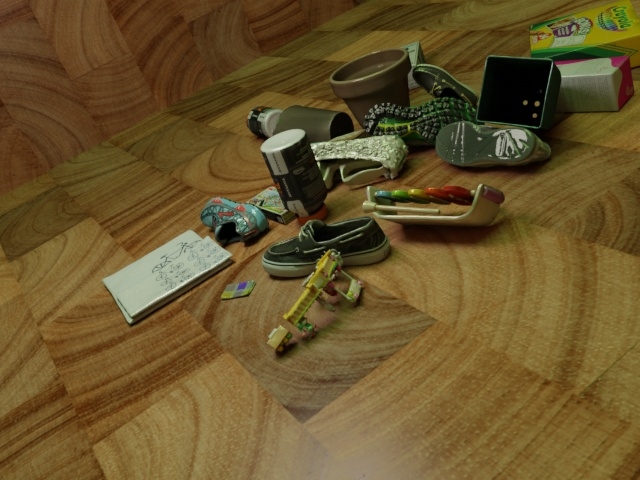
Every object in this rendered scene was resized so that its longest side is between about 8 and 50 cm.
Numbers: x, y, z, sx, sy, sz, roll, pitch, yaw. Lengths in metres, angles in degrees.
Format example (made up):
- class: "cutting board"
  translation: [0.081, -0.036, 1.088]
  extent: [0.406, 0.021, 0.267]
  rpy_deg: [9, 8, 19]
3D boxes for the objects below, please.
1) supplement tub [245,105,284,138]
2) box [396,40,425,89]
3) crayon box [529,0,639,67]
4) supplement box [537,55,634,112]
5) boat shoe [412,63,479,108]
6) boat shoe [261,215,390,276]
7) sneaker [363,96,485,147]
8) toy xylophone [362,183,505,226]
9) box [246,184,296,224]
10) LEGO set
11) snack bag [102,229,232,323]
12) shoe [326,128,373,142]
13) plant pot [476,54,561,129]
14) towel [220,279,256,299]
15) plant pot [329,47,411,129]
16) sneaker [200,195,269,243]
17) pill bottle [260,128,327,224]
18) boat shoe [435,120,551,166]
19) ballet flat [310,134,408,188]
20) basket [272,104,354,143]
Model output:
- class: "supplement tub"
  translation: [-0.204, -0.448, 2.588]
  extent: [0.117, 0.117, 0.190]
  rpy_deg: [-34, 30, -20]
- class: "box"
  translation: [0.306, -0.652, 2.592]
  extent: [0.169, 0.087, 0.290]
  rpy_deg: [-13, 30, 20]
- class: "crayon box"
  translation: [0.817, -0.613, 2.114]
  extent: [0.313, 0.106, 0.363]
  rpy_deg: [-11, 30, 22]
- class: "supplement box"
  translation: [0.714, -0.421, 1.849]
  extent: [0.220, 0.114, 0.111]
  rpy_deg: [9, 41, 48]
- class: "boat shoe"
  translation: [0.382, -0.470, 2.114]
  extent: [0.227, 0.081, 0.069]
  rpy_deg: [28, 50, 0]
- class: "boat shoe"
  translation: [0.000, 0.000, 1.641]
  extent: [0.335, 0.119, 0.121]
  rpy_deg: [-11, 30, 22]
- class: "sneaker"
  translation: [0.309, -0.338, 1.989]
  extent: [0.343, 0.134, 0.146]
  rpy_deg: [7, -3, 22]
- class: "toy xylophone"
  translation: [0.241, -0.083, 1.544]
  extent: [0.322, 0.081, 0.236]
  rpy_deg: [3, -5, 31]
- class: "box"
  translation: [-0.122, -0.109, 2.016]
  extent: [0.114, 0.036, 0.207]
  rpy_deg: [-36, 30, -23]
- class: "LEGO set"
  translation: [0.004, 0.134, 1.466]
  extent: [0.132, 0.107, 0.287]
  rpy_deg: [-45, 9, 48]
- class: "snack bag"
  translation: [-0.440, 0.081, 1.925]
  extent: [0.323, 0.037, 0.342]
  rpy_deg: [-33, 29, -16]
- class: "shoe"
  translation: [0.075, -0.293, 2.158]
  extent: [0.219, 0.077, 0.058]
  rpy_deg: [-24, 18, -18]
- class: "plant pot"
  translation: [0.533, -0.371, 1.769]
  extent: [0.165, 0.166, 0.234]
  rpy_deg: [13, 10, 30]
- class: "towel"
  translation: [-0.206, 0.123, 1.700]
  extent: [0.083, 0.009, 0.060]
  rpy_deg: [-10, 30, 25]
- class: "plant pot"
  translation: [0.189, -0.463, 2.194]
  extent: [0.263, 0.229, 0.263]
  rpy_deg: [-19, 28, 10]
- class: "sneaker"
  translation: [-0.276, -0.052, 1.963]
  extent: [0.261, 0.104, 0.125]
  rpy_deg: [6, 41, 43]
- class: "pill bottle"
  translation: [-0.060, -0.164, 1.839]
  extent: [0.130, 0.246, 0.130]
  rpy_deg: [-17, 27, 9]
- class: "boat shoe"
  translation: [0.435, -0.242, 1.769]
  extent: [0.103, 0.118, 0.320]
  rpy_deg: [11, -1, -40]
- class: "ballet flat"
  translation: [0.055, -0.219, 1.986]
  extent: [0.408, 0.147, 0.147]
  rpy_deg: [-6, 32, 30]
- class: "basket"
  translation: [-0.013, -0.366, 2.273]
  extent: [0.227, 0.154, 0.204]
  rpy_deg: [9, 47, 40]
